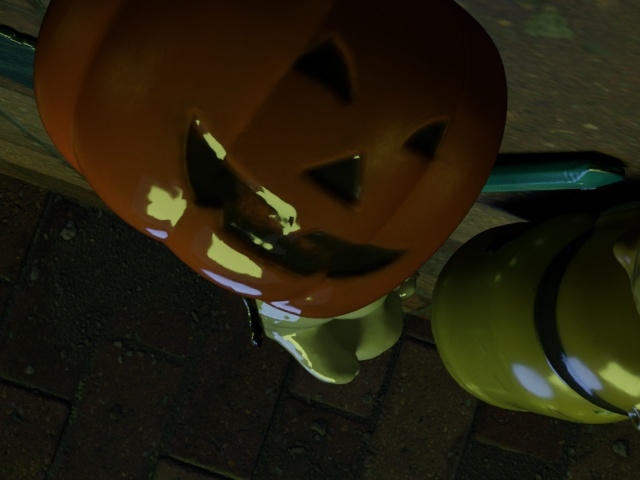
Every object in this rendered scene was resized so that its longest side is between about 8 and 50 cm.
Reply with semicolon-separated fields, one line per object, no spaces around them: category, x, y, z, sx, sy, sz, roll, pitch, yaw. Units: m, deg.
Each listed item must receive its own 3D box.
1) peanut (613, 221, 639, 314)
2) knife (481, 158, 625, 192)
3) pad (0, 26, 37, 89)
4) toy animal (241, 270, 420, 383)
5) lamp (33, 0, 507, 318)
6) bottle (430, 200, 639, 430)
peanut;0.266;0.022;0.607;0.136;0.120;0.298;27;174;-27
knife;0.129;-0.048;0.885;0.044;0.026;0.296;18;173;-24
pad;-0.328;-0.187;1.132;0.269;0.012;0.269;20;175;-17
toy animal;0.001;0.006;0.975;0.154;0.209;0.325;-12;-174;-3
lamp;-0.012;-0.067;0.473;0.187;0.164;0.188;37;-169;-8
bottle;0.210;0.057;0.917;0.171;0.172;0.351;20;172;-8
